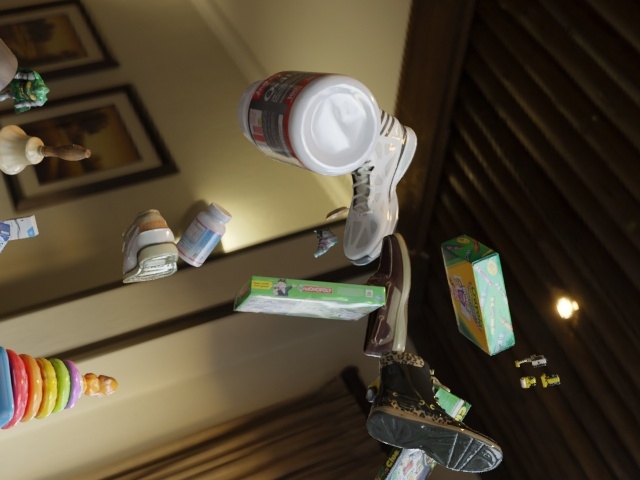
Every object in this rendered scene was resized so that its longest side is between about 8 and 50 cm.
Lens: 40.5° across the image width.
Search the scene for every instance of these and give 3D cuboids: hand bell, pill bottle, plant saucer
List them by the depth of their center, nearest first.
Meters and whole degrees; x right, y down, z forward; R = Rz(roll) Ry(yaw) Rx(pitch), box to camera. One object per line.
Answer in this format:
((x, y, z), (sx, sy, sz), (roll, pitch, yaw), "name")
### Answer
((-0.041, -0.266, 1.907), (0.363, 0.210, 0.210), (24, -53, 61), "pill bottle")
((-0.677, -0.222, 2.157), (0.242, 0.126, 0.126), (4, -64, 24), "hand bell")
((-0.303, -0.018, 2.262), (0.087, 0.160, 0.087), (37, 8, -6), "pill bottle")
((0.050, -0.087, 2.685), (0.015, 0.083, 0.083), (65, -22, 6), "plant saucer")

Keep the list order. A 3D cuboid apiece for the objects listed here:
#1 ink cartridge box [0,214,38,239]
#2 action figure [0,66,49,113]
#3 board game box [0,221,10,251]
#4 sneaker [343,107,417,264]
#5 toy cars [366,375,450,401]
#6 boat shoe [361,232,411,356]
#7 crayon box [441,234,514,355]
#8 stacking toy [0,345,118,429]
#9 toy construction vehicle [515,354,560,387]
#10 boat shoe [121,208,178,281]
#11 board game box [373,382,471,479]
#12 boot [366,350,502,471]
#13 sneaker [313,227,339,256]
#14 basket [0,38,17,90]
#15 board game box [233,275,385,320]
((-0.720, -0.029, 2.064), (0.028, 0.083, 0.048), (-94, 174, -78), "ink cartridge box")
((-0.681, -0.348, 1.984), (0.232, 0.063, 0.137), (12, -57, 47), "action figure")
((-0.698, 0.027, 1.654), (0.201, 0.136, 0.035), (-47, -136, 31), "board game box")
((0.106, -0.171, 2.450), (0.169, 0.257, 0.447), (4, -109, 43), "sneaker")
((0.210, 0.338, 2.037), (0.394, 0.176, 0.087), (32, 58, -69), "toy cars")
((0.161, 0.141, 2.292), (0.123, 0.123, 0.342), (140, -44, -72), "boat shoe")
((0.413, 0.141, 2.276), (0.165, 0.081, 0.278), (-141, -147, -63), "crayon box")
((-0.571, 0.311, 1.849), (0.175, 0.302, 0.165), (-37, -120, 43), "stacking toy")
((0.561, 0.338, 2.244), (0.035, 0.098, 0.086), (-56, 128, -69), "toy construction vehicle")
((-0.357, 0.017, 1.809), (0.302, 0.113, 0.103), (145, -66, -64), "boat shoe")
((0.208, 0.429, 1.801), (0.136, 0.259, 0.030), (35, -5, -42), "board game box")
((0.198, 0.287, 1.487), (0.178, 0.236, 0.085), (-78, -170, -56), "boot")
((0.000, 0.000, 2.454), (0.069, 0.098, 0.038), (51, -41, -1), "sneaker")
((-0.763, -0.421, 1.836), (0.204, 0.154, 0.227), (22, -19, 33), "basket")
((-0.030, 0.140, 2.062), (0.213, 0.317, 0.046), (136, -42, -67), "board game box")
